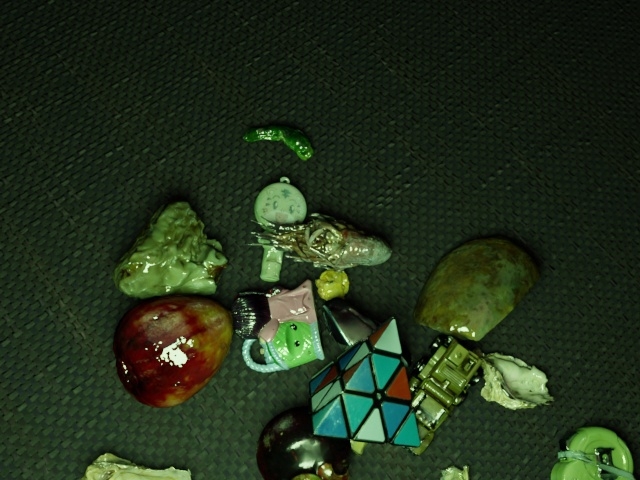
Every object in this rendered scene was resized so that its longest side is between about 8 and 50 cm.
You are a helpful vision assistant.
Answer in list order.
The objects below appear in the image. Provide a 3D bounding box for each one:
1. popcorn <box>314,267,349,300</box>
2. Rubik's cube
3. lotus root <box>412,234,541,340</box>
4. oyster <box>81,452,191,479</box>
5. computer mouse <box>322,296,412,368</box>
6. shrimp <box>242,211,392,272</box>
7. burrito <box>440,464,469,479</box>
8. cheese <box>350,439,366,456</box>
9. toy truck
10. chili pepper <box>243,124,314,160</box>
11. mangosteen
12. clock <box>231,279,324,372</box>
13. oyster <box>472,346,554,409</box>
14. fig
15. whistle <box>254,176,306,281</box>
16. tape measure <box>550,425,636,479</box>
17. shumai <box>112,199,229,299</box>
[{"bbox_3d":[0.019,0.107,1.433,0.084,0.084,0.084,1,70,-4],"label":"popcorn"},{"bbox_3d":[0.067,0.327,1.283,0.250,0.234,0.284,47,62,-25],"label":"Rubik's cube"},{"bbox_3d":[0.365,0.101,1.414,0.210,0.142,0.314,35,70,10],"label":"lotus root"},{"bbox_3d":[-0.370,0.511,1.243,0.233,0.107,0.161,32,65,-12],"label":"oyster"},{"bbox_3d":[0.091,0.222,1.353,0.233,0.137,0.096,34,70,14],"label":"computer mouse"},{"bbox_3d":[-0.002,0.004,1.405,0.343,0.145,0.116,9,105,-10],"label":"shrimp"},{"bbox_3d":[0.282,0.566,1.247,0.063,0.058,0.229,35,37,-23],"label":"burrito"},{"bbox_3d":[0.068,0.419,1.327,0.084,0.041,0.060,33,73,6],"label":"cheese"},{"bbox_3d":[0.240,0.332,1.313,0.127,0.127,0.257,38,88,5],"label":"toy truck"},{"bbox_3d":[-0.100,-0.258,1.555,0.182,0.050,0.073,16,76,4],"label":"chili pepper"},{"bbox_3d":[-0.030,0.447,1.226,0.194,0.194,0.230,-4,43,-6],"label":"mangosteen"},{"bbox_3d":[-0.098,0.193,1.368,0.196,0.100,0.193,-9,70,2],"label":"clock"},{"bbox_3d":[0.421,0.313,1.385,0.163,0.081,0.191,-14,54,-34],"label":"oyster"},{"bbox_3d":[-0.309,0.218,1.280,0.263,0.224,0.224,-36,76,-1],"label":"fig"},{"bbox_3d":[-0.103,-0.030,1.467,0.126,0.067,0.257,11,74,-14],"label":"whistle"},{"bbox_3d":[0.593,0.479,1.322,0.178,0.087,0.154,8,69,-4],"label":"tape measure"},{"bbox_3d":[-0.327,0.047,1.384,0.218,0.189,0.255,31,54,-12],"label":"shumai"}]
